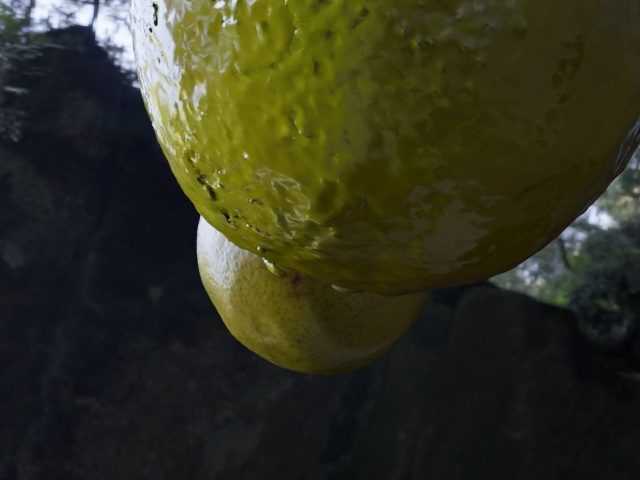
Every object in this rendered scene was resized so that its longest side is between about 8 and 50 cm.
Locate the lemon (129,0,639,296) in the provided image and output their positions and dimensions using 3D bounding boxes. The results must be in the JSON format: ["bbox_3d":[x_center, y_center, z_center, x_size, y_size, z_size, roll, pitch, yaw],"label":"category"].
[{"bbox_3d":[0.035,-0.107,0.460,0.236,0.236,0.263,-22,-76,-45],"label":"lemon"}]

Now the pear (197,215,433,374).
[{"bbox_3d":[0.000,0.000,0.902,0.209,0.209,0.208,-20,-63,-46],"label":"pear"}]
